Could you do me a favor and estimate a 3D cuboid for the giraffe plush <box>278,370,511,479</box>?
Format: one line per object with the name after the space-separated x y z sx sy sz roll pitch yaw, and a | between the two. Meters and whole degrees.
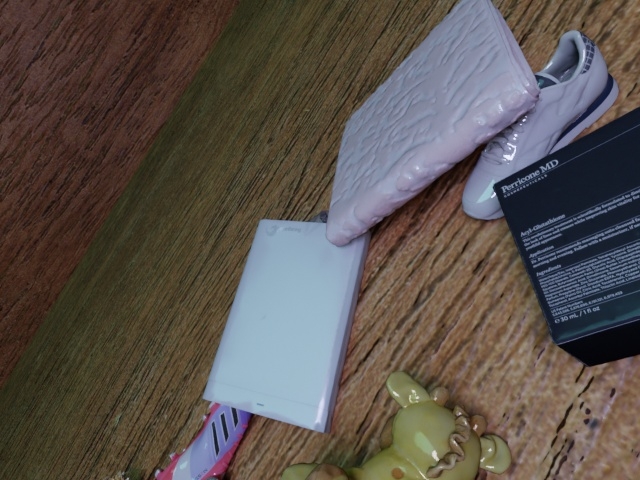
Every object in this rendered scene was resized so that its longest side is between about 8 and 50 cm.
0.082 0.229 0.406 0.210 0.181 0.170 -18 30 55 | giraffe plush

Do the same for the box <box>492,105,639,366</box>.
0.312 -0.025 0.351 0.261 0.103 0.184 -30 48 33 | box

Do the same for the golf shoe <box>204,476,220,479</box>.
-0.133 0.431 0.589 0.176 0.069 0.086 40 131 45 | golf shoe

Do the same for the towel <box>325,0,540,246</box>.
0.137 -0.181 0.621 0.332 0.053 0.317 -40 29 41 | towel

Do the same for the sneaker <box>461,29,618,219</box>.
0.247 -0.133 0.510 0.235 0.095 0.090 -54 38 8 | sneaker

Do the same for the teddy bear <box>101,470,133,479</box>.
-0.416 0.599 0.739 0.245 0.113 0.338 -17 52 44 | teddy bear

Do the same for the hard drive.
-0.048 0.115 0.657 0.203 0.040 0.307 5 67 24 | hard drive

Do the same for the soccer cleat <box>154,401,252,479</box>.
-0.166 0.335 0.682 0.095 0.083 0.248 42 92 20 | soccer cleat

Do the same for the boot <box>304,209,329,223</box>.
0.000 0.000 0.746 0.087 0.042 0.118 -11 64 36 | boot
